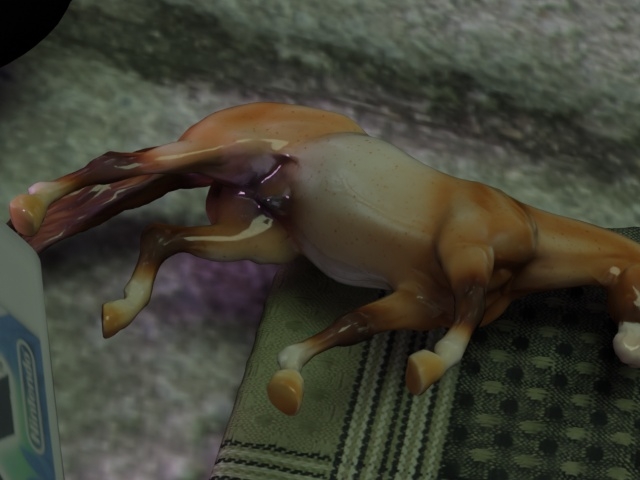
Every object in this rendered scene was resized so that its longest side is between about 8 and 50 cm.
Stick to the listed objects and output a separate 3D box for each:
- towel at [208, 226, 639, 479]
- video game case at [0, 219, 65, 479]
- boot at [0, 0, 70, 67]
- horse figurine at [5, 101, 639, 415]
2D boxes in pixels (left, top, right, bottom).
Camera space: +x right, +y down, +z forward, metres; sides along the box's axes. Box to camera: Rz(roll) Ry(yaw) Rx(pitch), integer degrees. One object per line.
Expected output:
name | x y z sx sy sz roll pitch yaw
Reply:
towel | 0.111 0.114 0.645 0.312 0.056 0.324 7 45 10
video game case | -0.146 0.063 0.431 0.036 0.300 0.329 -24 52 14
boot | -0.214 -0.029 0.631 0.348 0.131 0.260 -12 51 -24
horse figurine | 0.000 0.000 0.672 0.263 0.066 0.174 18 31 30
